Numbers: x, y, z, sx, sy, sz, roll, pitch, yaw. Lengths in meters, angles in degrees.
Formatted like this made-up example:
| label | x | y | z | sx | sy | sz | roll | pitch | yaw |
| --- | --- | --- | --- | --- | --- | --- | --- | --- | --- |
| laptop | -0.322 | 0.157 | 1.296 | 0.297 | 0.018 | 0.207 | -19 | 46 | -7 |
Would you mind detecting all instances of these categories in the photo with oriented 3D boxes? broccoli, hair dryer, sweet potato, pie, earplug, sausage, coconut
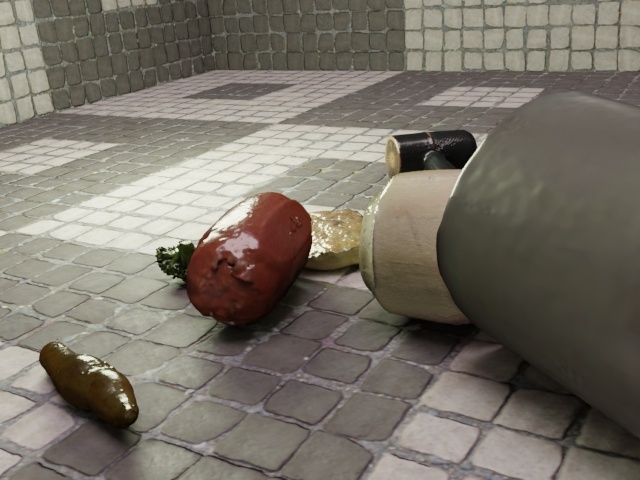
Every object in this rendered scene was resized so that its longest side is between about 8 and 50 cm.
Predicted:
| label | x | y | z | sx | sy | sz | roll | pitch | yaw |
| --- | --- | --- | --- | --- | --- | --- | --- | --- | --- |
| broccoli | -0.209 | 0.027 | 1.184 | 0.095 | 0.092 | 0.097 | -29 | 47 | -22 |
| hair dryer | 0.274 | -0.128 | 1.505 | 0.189 | 0.107 | 0.352 | -7 | 29 | -12 |
| sweet potato | -0.282 | 0.164 | 0.882 | 0.067 | 0.067 | 0.274 | -20 | 24 | -35 |
| pie | 0.000 | -0.003 | 1.268 | 0.185 | 0.052 | 0.218 | -5 | 23 | -6 |
| earplug | 0.344 | 0.039 | 0.729 | 0.313 | 0.312 | 0.394 | -12 | 24 | -19 |
| sausage | -0.099 | 0.022 | 1.086 | 0.152 | 0.152 | 0.279 | 1 | 22 | 16 |
| coconut | 0.175 | 0.011 | 0.990 | 0.234 | 0.224 | 0.224 | 6 | 23 | 22 |
